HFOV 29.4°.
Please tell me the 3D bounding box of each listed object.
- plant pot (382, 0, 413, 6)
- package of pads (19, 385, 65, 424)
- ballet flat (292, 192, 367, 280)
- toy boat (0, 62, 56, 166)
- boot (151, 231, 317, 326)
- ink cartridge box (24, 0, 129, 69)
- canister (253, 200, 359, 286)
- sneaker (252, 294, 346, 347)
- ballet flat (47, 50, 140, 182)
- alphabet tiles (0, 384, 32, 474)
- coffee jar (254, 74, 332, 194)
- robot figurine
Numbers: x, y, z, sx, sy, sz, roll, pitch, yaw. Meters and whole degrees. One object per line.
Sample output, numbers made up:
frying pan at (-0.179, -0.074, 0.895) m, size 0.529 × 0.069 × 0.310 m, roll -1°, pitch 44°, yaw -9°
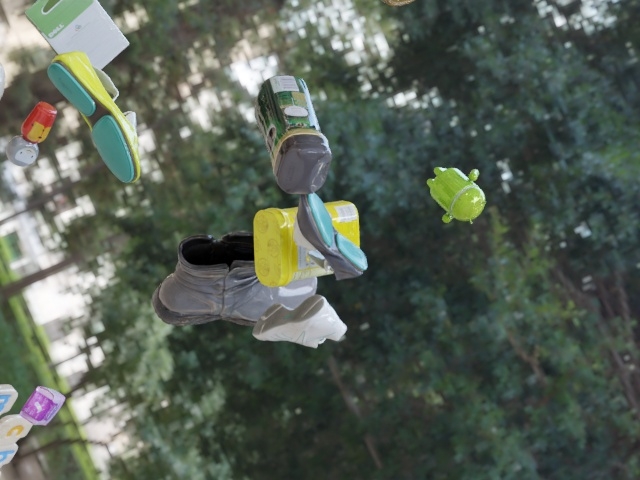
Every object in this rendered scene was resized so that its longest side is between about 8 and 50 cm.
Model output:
plant pot at (0.100, -0.546, 2.149) m, size 0.254 × 0.237 × 0.237 m, roll 60°, pitch -16°, yaw 18°
package of pads at (-0.382, 0.228, 1.679) m, size 0.032 × 0.050 × 0.083 m, roll 32°, pitch -9°, yaw 4°
ballet flat at (0.000, 0.000, 1.871) m, size 0.203 × 0.074 × 0.074 m, roll 49°, pitch 1°, yaw -45°
toy boat at (-0.717, -0.291, 2.569) m, size 0.318 × 0.148 × 0.267 m, roll 34°, pitch 19°, yaw -6°
boot at (-0.119, 0.064, 2.185) m, size 0.222 × 0.338 × 0.118 m, roll -50°, pitch -124°, yaw 51°
ink cartridge box at (-0.422, -0.371, 2.060) m, size 0.062 × 0.109 × 0.209 m, roll 45°, pitch -6°, yaw 32°
canister at (-0.020, 0.003, 1.996) m, size 0.073 × 0.170 × 0.126 m, roll 11°, pitch -74°, yaw 50°
sneaker at (-0.029, 0.109, 1.498) m, size 0.061 × 0.053 × 0.152 m, roll 44°, pitch -31°, yaw -23°
ballet flat at (-0.336, -0.202, 1.920) m, size 0.077 × 0.077 × 0.231 m, roll -32°, pitch -86°, yaw 45°
alphabet tiles at (-0.561, 0.324, 1.792) m, size 0.021 × 0.284 × 0.278 m, roll 43°, pitch 20°, yaw 28°
coffee jar at (-0.040, -0.154, 1.791) m, size 0.184 × 0.079 × 0.096 m, roll -108°, pitch -154°, yaw -44°
robot figurine at (0.233, -0.078, 2.074) m, size 0.115 × 0.067 × 0.101 m, roll 46°, pitch -65°, yaw 38°
